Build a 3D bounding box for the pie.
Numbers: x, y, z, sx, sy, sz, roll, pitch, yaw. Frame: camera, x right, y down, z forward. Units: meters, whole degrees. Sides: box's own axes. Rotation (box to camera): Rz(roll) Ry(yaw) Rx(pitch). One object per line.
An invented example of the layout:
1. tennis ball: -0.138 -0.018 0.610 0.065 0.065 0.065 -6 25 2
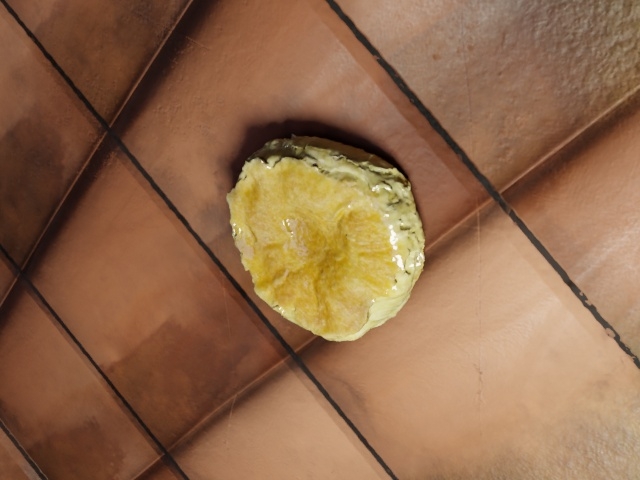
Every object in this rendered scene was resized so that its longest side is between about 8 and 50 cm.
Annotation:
1. pie: 0.000 0.000 1.241 0.339 0.083 0.339 16 123 26
